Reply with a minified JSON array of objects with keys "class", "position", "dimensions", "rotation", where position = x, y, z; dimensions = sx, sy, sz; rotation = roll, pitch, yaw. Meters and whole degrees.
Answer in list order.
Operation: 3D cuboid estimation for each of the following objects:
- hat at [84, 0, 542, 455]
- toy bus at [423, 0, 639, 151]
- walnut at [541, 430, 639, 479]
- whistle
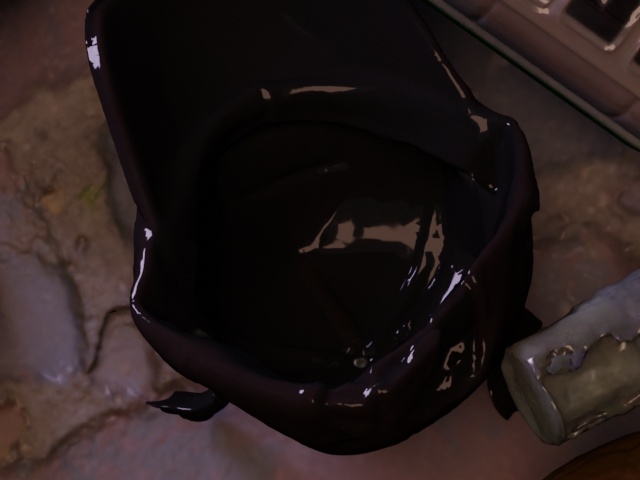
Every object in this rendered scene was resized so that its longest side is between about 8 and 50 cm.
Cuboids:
[{"class":"hat","position":[-0.008,-0.004,0.843],"dimensions":[0.238,0.209,0.336],"rotation":[-19,58,-12]},{"class":"toy bus","position":[0.132,-0.188,0.790],"dimensions":[0.305,0.143,0.179],"rotation":[35,97,-6]},{"class":"walnut","position":[0.177,0.186,0.752],"dimensions":[0.207,0.167,0.167],"rotation":[-30,76,4]},{"class":"whistle","position":[0.256,0.005,0.753],"dimensions":[0.346,0.142,0.134],"rotation":[-26,33,-13]}]
